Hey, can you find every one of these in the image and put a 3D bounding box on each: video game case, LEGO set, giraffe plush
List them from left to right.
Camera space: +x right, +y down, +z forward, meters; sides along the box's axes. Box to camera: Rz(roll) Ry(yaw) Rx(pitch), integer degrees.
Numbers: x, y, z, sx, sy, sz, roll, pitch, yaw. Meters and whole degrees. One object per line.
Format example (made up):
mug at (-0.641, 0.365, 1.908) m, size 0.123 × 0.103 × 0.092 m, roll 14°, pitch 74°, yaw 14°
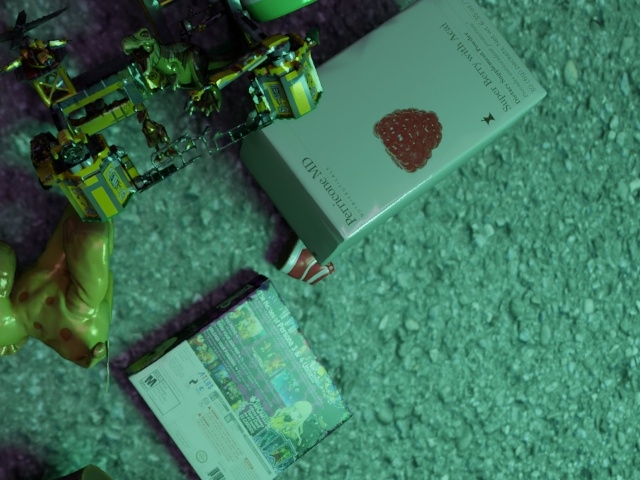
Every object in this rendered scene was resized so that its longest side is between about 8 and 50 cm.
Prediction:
giraffe plush at (-0.311, 0.057, 0.933) m, size 0.171 × 0.181 × 0.210 m, roll 1°, pitch 82°, yaw -11°
LEGO set at (-0.178, -0.195, 0.875) m, size 0.331 × 0.255 × 0.192 m, roll -24°, pitch 133°, yaw -1°
video game case at (-0.097, 0.194, 1.107) m, size 0.210 × 0.042 × 0.232 m, roll -36°, pitch 111°, yaw -13°

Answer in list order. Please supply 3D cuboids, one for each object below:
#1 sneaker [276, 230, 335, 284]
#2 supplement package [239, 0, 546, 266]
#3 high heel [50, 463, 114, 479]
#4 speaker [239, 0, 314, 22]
sneaker at (0.000, 0.000, 1.114) m, size 0.067 × 0.042 × 0.118 m, roll 30°, pitch 92°, yaw -22°
supplement package at (0.076, -0.132, 1.022) m, size 0.293 × 0.175 × 0.177 m, roll -36°, pitch 87°, yaw -13°
high heel at (-0.258, 0.423, 1.070) m, size 0.181 × 0.127 × 0.377 m, roll -24°, pitch 114°, yaw 13°
speaker at (-0.082, -0.400, 0.963) m, size 0.131 × 0.131 × 0.296 m, roll -29°, pitch 109°, yaw -16°
